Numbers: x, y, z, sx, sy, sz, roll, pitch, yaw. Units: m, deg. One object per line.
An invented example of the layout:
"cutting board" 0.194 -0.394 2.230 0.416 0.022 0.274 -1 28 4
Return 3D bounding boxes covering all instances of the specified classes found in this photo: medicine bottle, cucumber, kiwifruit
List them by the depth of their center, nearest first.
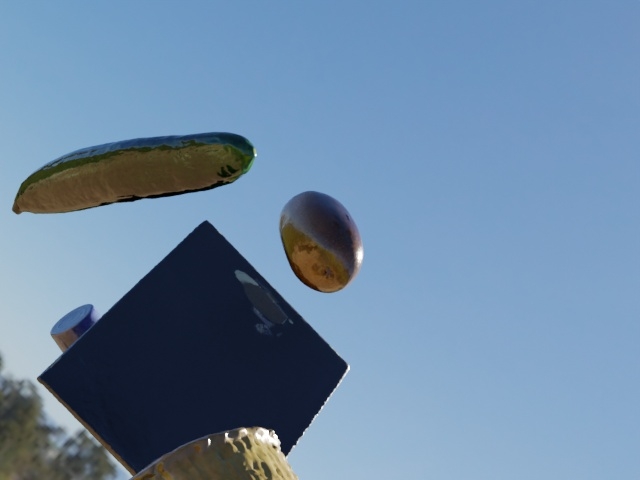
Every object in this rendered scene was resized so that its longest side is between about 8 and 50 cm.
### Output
"cucumber" -0.162 -0.055 1.005 0.284 0.056 0.056 -7 -49 40
"kiwifruit" 0.000 0.000 1.111 0.075 0.075 0.124 52 11 -26
"medicine bottle" -0.210 0.176 1.359 0.231 0.059 0.059 59 -20 -20

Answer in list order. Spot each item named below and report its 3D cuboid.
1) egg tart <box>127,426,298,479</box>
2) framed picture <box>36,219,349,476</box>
"egg tart" -0.077 0.244 0.857 0.171 0.215 0.215 43 -14 29
"framed picture" -0.117 0.140 1.301 0.244 0.324 0.013 46 -51 -4
